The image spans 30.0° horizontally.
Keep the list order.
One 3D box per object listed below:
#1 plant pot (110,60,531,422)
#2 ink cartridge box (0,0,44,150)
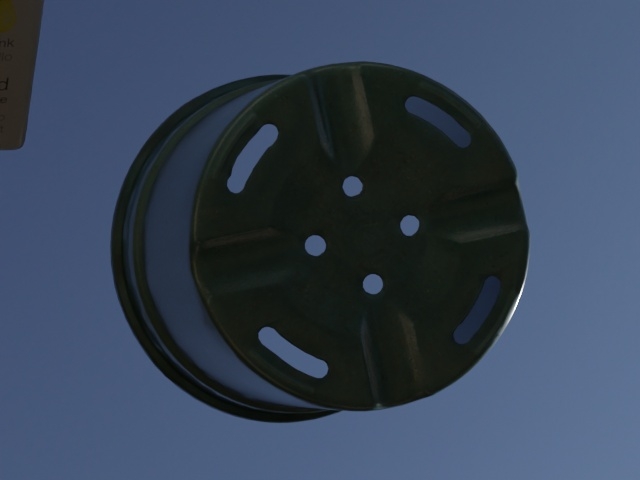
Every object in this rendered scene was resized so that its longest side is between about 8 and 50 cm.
[{"bbox_3d":[0.000,0.000,1.009,0.341,0.334,0.341,1,-93,-12],"label":"plant pot"},{"bbox_3d":[-0.316,-0.241,0.749,0.279,0.160,0.385,-4,-42,-25],"label":"ink cartridge box"}]
